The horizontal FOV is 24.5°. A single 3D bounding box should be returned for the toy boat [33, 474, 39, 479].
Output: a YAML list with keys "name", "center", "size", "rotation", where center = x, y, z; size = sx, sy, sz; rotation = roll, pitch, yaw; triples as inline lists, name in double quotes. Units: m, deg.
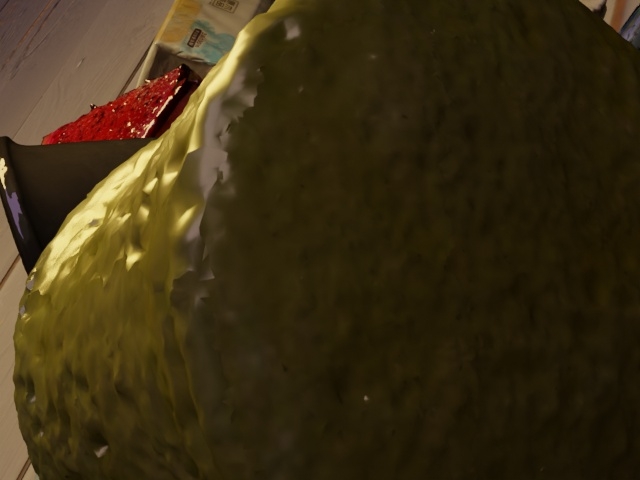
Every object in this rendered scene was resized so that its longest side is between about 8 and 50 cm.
- name: "toy boat"
  center: [-0.127, 0.196, 0.988]
  size: [0.290, 0.100, 0.199]
  rotation: [-44, 29, 18]

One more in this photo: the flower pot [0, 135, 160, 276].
- name: "flower pot"
  center: [-0.156, 0.012, 1.240]
  size: [0.166, 0.269, 0.269]
  rotation: [-22, 24, -4]

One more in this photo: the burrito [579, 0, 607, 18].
- name: "burrito"
  center: [0.083, -0.127, 1.280]
  size: [0.392, 0.076, 0.117]
  rotation: [-11, 38, 48]

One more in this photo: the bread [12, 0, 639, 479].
- name: "bread"
  center: [0.018, 0.049, 0.766]
  size: [0.308, 0.348, 0.348]
  rotation: [-20, 31, 48]

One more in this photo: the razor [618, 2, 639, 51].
- name: "razor"
  center: [0.243, -0.148, 1.104]
  size: [0.324, 0.056, 0.093]
  rotation: [-46, 26, -9]

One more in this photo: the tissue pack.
- name: "tissue pack"
  center: [-0.109, -0.200, 1.651]
  size: [0.229, 0.145, 0.159]
  rotation: [-70, 4, -49]

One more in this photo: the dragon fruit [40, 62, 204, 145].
- name: "dragon fruit"
  center: [-0.186, -0.075, 1.521]
  size: [0.262, 0.189, 0.163]
  rotation: [-23, 68, 44]
